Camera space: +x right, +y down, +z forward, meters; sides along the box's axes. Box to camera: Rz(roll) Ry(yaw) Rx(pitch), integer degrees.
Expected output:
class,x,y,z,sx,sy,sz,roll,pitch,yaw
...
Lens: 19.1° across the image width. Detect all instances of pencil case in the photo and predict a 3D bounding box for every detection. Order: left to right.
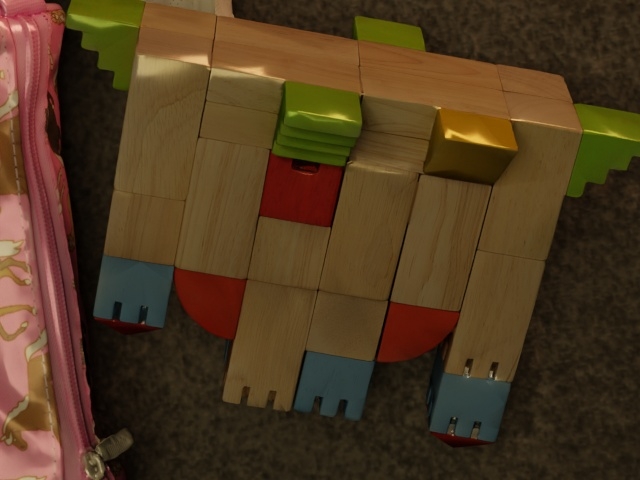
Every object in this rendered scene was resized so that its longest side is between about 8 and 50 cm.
class,x,y,z,sx,sy,sz,roll,pitch,yaw
pencil case,-0.233,0.020,1.327,0.167,0.160,0.386,-9,91,0

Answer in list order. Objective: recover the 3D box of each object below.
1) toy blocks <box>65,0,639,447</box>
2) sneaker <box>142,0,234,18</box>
class,x,y,z,sx,sy,sz,roll,pitch,yaw
toy blocks,0.000,0.000,1.282,0.381,0.191,0.261,10,116,-6
sneaker,-0.109,-0.175,1.342,0.094,0.080,0.212,-5,94,21
